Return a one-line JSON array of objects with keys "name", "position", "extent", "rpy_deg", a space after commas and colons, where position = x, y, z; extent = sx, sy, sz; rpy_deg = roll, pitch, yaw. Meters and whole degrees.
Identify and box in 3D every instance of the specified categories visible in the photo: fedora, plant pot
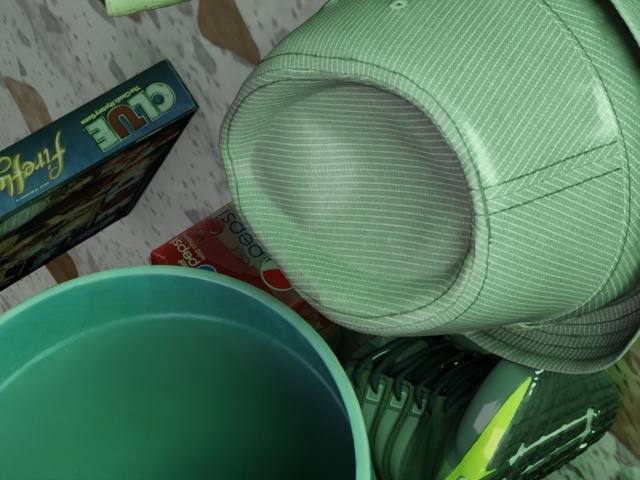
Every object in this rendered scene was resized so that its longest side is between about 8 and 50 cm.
[{"name": "fedora", "position": [0.042, -0.039, 0.898], "extent": [0.275, 0.124, 0.243], "rpy_deg": [20, 125, 52]}, {"name": "plant pot", "position": [-0.078, 0.194, 1.107], "extent": [0.271, 0.271, 0.255], "rpy_deg": [43, 168, 31]}]

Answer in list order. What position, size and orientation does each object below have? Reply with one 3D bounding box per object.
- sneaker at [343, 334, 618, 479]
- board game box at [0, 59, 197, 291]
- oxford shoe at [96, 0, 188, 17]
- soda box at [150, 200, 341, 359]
[{"name": "sneaker", "position": [0.067, 0.100, 1.101], "extent": [0.121, 0.111, 0.300], "rpy_deg": [58, 155, 9]}, {"name": "board game box", "position": [-0.188, -0.031, 1.366], "extent": [0.042, 0.165, 0.243], "rpy_deg": [55, 158, 5]}, {"name": "oxford shoe", "position": [-0.168, -0.235, 1.087], "extent": [0.397, 0.146, 0.140], "rpy_deg": [33, 147, 46]}, {"name": "soda box", "position": [-0.046, 0.071, 1.272], "extent": [0.083, 0.092, 0.263], "rpy_deg": [50, 162, 22]}]
